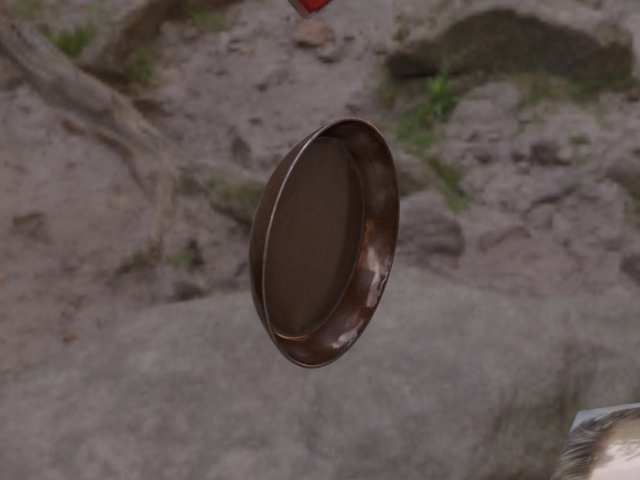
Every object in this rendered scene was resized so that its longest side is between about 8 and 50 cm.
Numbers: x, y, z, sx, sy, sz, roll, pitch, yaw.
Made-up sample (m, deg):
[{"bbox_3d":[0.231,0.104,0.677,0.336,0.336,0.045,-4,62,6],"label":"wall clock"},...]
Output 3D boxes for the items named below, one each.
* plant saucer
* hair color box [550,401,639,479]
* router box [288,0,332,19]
[{"bbox_3d":[0.000,0.000,0.901,0.029,0.168,0.168,13,35,30],"label":"plant saucer"},{"bbox_3d":[0.341,0.180,0.955,0.347,0.105,0.174,-13,16,26],"label":"hair color box"},{"bbox_3d":[0.018,-0.405,1.127,0.335,0.301,0.082,-42,8,-1],"label":"router box"}]
